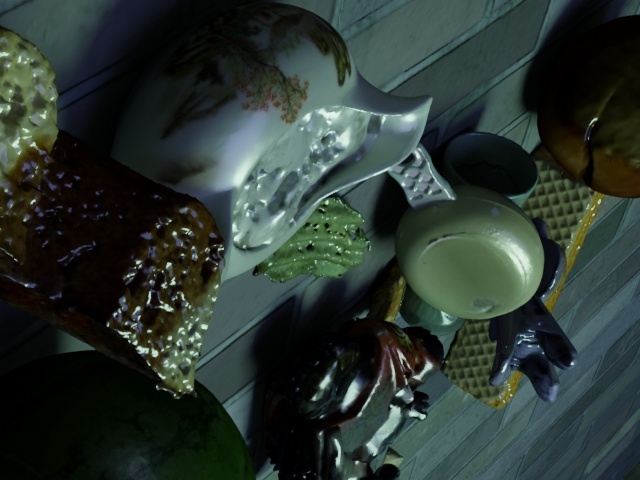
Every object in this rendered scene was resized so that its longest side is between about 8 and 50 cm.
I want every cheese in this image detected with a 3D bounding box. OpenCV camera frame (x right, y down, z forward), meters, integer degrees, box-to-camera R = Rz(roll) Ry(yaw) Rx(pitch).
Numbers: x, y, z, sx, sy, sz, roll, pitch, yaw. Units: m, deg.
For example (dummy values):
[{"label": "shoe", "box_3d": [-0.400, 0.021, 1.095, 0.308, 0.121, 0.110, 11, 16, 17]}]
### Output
[{"label": "cheese", "box_3d": [0.122, -0.014, 1.469, 0.227, 0.137, 0.064, 53, 28, -37]}]

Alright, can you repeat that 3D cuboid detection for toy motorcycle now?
[{"label": "toy motorcycle", "box_3d": [0.023, 0.204, 1.591, 0.207, 0.134, 0.401, -31, 148, -33]}]

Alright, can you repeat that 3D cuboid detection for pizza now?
[{"label": "pizza", "box_3d": [0.061, 0.062, 1.597, 0.078, 0.025, 0.083, -32, 143, -53]}]

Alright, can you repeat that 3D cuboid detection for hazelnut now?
[{"label": "hazelnut", "box_3d": [0.318, -0.137, 1.652, 0.208, 0.208, 0.208, -44, 156, -26]}]

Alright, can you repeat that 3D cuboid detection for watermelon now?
[{"label": "watermelon", "box_3d": [-0.159, 0.193, 1.061, 0.242, 0.242, 0.242, -44, 156, -26]}]

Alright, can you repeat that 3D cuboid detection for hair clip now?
[{"label": "hair clip", "box_3d": [0.208, 0.069, 1.642, 0.278, 0.090, 0.137, -86, -162, -54]}]

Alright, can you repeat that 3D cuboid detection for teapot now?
[{"label": "teapot", "box_3d": [-0.054, -0.052, 1.048, 0.298, 0.139, 0.204, -39, 156, -35]}]

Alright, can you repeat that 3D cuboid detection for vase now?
[{"label": "vase", "box_3d": [0.141, 0.001, 1.592, 0.096, 0.096, 0.219, -35, 154, -41]}]

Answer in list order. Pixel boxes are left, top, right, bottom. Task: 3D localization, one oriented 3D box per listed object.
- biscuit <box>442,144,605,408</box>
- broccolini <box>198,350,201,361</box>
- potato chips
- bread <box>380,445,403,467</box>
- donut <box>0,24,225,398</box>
[{"label": "biscuit", "box_3d": [0.243, 0.044, 1.854, 0.054, 0.094, 0.378, -31, 149, -46]}, {"label": "broccolini", "box_3d": [-0.130, 0.134, 1.301, 0.030, 0.035, 0.140, -19, 140, -50]}, {"label": "potato chips", "box_3d": [0.000, 0.000, 1.380, 0.092, 0.028, 0.207, -58, 156, 12]}, {"label": "bread", "box_3d": [0.020, 0.280, 1.756, 0.152, 0.077, 0.105, -59, 162, 3]}, {"label": "donut", "box_3d": [-0.168, -0.027, 0.846, 0.112, 0.151, 0.295, -61, 144, -15]}]
